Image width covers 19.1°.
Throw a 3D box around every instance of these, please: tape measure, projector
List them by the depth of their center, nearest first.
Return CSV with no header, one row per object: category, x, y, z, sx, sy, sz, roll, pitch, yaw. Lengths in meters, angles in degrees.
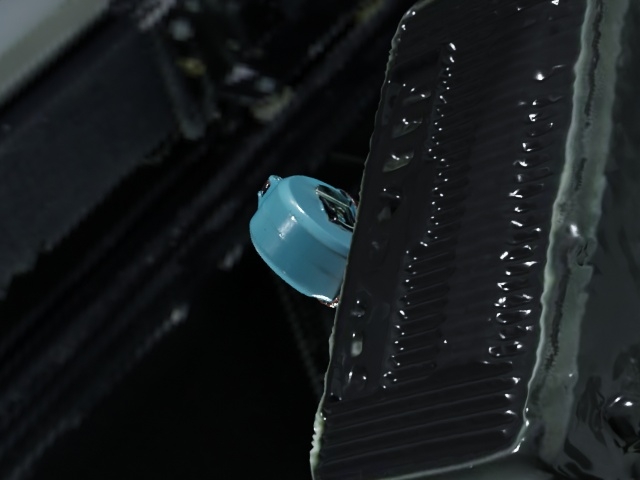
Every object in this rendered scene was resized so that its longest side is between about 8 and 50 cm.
projector,0.232,0.051,1.262,0.405,0.242,0.395,28,-117,-31
tape measure,0.000,0.000,1.681,0.125,0.146,0.081,27,-68,-28
